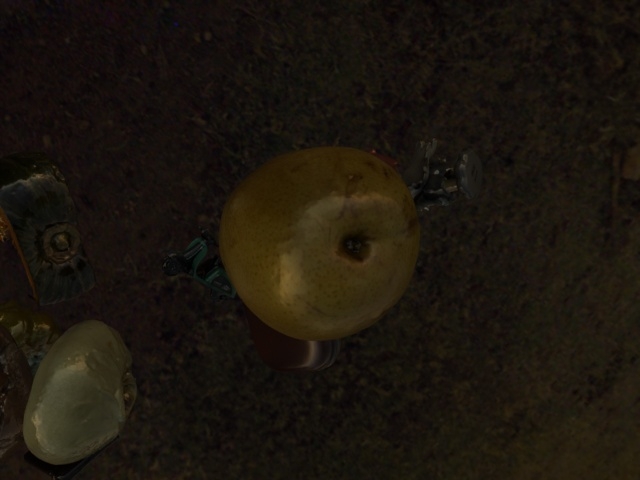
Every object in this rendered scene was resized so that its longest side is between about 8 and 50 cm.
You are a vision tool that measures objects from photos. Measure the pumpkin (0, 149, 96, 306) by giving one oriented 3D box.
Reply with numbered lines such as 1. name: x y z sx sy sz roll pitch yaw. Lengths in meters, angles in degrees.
1. pumpkin: -0.559 -0.029 1.281 0.139 0.190 0.280 -29 126 -39

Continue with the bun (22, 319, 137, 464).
1. bun: -0.326 0.222 0.957 0.127 0.222 0.222 18 121 3

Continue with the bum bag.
1. bum bag: -0.395 0.321 1.041 0.109 0.159 0.026 -42 119 -37

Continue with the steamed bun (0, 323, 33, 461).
1. steamed bun: -0.599 0.257 1.140 0.199 0.251 0.301 -37 166 0

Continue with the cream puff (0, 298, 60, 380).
1. cream puff: -0.677 0.218 1.453 0.194 0.195 0.221 -12 141 -31

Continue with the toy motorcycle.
1. toy motorcycle: -0.187 0.042 1.130 0.100 0.058 0.173 -51 134 4

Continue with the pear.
1. pear: 0.000 0.000 0.988 0.314 0.314 0.314 -21 135 -23

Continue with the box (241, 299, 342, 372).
1. box: -0.086 0.132 1.633 0.108 0.263 0.404 -24 102 -51

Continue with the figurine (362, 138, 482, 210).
1. figurine: 0.136 -0.108 1.380 0.166 0.387 0.207 53 42 -37
